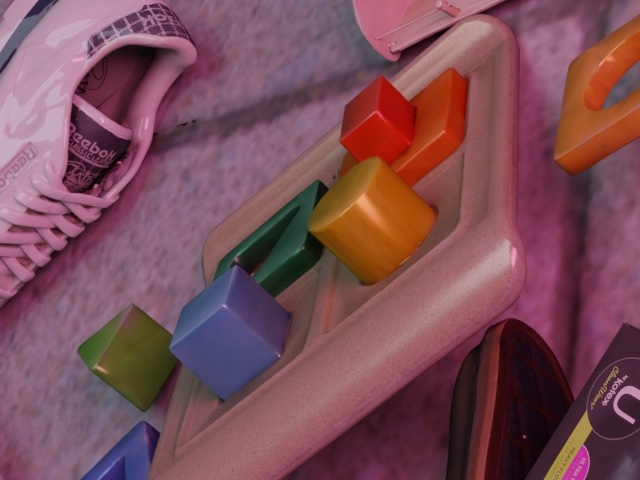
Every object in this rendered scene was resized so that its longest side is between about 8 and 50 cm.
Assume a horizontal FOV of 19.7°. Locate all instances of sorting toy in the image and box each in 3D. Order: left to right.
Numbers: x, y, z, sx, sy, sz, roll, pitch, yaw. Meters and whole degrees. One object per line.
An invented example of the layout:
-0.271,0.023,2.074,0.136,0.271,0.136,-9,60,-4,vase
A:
0.000,0.000,0.710,0.348,0.047,0.196,-39,22,23,sorting toy
0.039,-0.121,0.764,0.083,0.075,0.045,-22,52,37,sorting toy

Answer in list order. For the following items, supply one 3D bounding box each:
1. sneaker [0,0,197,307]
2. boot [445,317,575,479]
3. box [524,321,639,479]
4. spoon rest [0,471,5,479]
-0.151,-0.025,0.908,0.095,0.090,0.235,36,96,41,sneaker
0.034,0.135,0.600,0.106,0.082,0.219,-20,55,36,boot
0.114,0.073,0.550,0.052,0.083,0.062,32,91,52,box
-0.227,0.092,0.896,0.084,0.137,0.276,-41,53,-9,spoon rest
